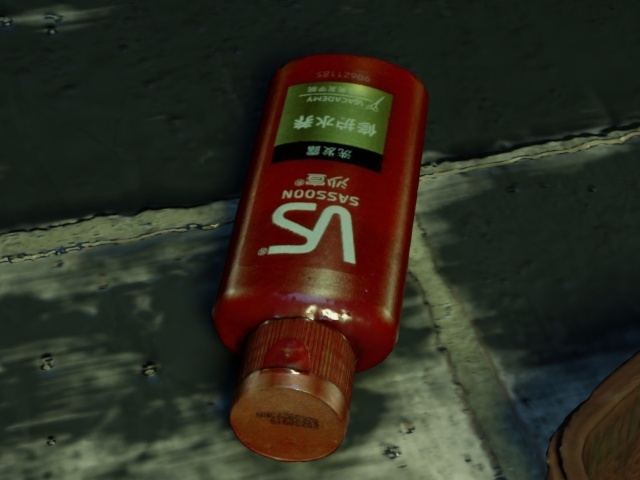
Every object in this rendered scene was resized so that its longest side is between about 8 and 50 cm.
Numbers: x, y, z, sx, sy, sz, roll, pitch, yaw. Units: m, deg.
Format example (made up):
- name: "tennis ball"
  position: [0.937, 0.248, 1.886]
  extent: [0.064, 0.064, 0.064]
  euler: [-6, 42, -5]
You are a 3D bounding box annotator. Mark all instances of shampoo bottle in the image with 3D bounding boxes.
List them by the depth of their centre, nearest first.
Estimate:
- name: "shampoo bottle"
  position: [0.000, -0.001, 1.019]
  extent: [0.118, 0.076, 0.314]
  euler: [9, 45, 2]

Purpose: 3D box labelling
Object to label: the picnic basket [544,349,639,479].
- name: "picnic basket"
  position: [0.263, 0.182, 0.812]
  extent: [0.222, 0.129, 0.297]
  euler: [-31, 55, -32]
